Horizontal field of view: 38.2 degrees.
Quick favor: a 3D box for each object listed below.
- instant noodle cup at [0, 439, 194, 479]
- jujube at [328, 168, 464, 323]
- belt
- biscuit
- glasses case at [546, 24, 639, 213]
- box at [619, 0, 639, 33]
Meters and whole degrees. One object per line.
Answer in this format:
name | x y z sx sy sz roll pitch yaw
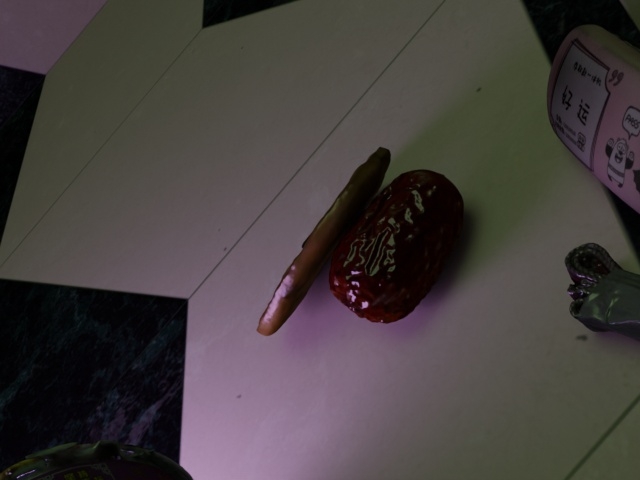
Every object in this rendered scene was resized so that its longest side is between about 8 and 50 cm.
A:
instant noodle cup | -0.178 0.377 0.766 0.340 0.340 0.266 -53 42 -4
jujube | 0.084 0.003 0.988 0.112 0.109 0.176 30 78 22
belt | 0.283 0.065 0.746 0.071 0.053 0.232 -55 35 -5
biscuit | 0.005 0.003 1.071 0.260 0.041 0.203 -56 1 4
glasses case | 0.295 -0.097 0.831 0.314 0.075 0.122 -118 33 -54
box | 0.472 -0.280 0.853 0.365 0.051 0.204 -34 39 24
